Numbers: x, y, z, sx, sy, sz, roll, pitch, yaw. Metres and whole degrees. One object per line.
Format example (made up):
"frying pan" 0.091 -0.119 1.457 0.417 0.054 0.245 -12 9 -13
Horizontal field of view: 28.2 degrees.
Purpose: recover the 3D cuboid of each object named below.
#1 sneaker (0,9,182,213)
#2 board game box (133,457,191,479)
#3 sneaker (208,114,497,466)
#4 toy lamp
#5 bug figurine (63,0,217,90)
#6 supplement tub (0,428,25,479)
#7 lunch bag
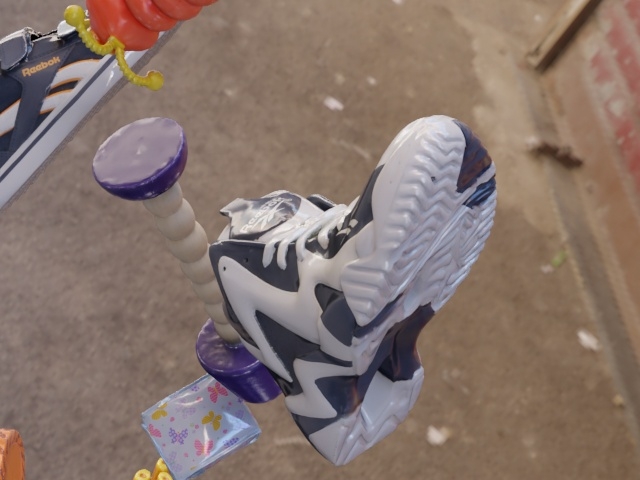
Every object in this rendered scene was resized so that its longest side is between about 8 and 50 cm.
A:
"sneaker" -0.272 -0.173 1.304 0.127 0.321 0.126 45 4 -6
"board game box" -0.148 0.381 1.242 0.390 0.050 0.390 31 25 26
"sneaker" 0.000 0.000 0.705 0.094 0.235 0.153 -31 59 -31
"toy lamp" -0.088 0.029 0.979 0.080 0.080 0.275 -105 172 -47
"bug figurine" -0.103 -0.185 0.537 0.279 0.216 0.072 34 41 -36
"supplement tub" -0.404 0.237 1.291 0.190 0.117 0.117 -1 35 2
"lunch bag" -0.104 0.159 1.089 0.083 0.053 0.071 -30 78 -20
